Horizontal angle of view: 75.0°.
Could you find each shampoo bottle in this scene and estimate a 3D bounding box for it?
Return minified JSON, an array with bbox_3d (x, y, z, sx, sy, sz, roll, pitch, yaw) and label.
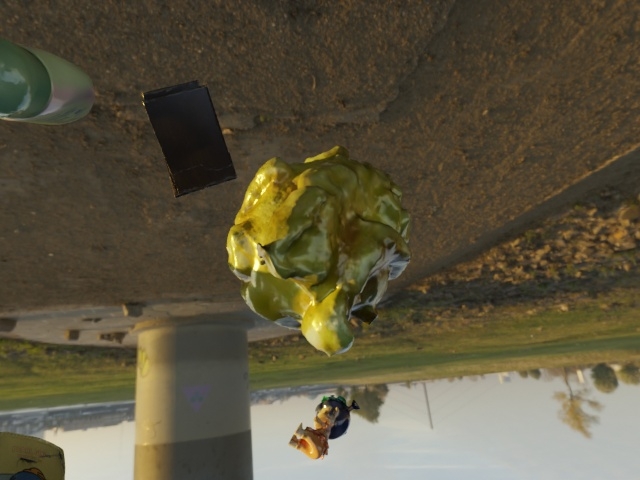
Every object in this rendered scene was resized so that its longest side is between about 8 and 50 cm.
[{"bbox_3d":[-0.627,-0.328,0.882,0.222,0.151,0.349,-9,-165,-10],"label":"shampoo bottle"}]

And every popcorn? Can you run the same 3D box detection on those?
[{"bbox_3d":[-0.007,0.003,0.650,0.336,0.274,0.279,-20,-171,-40],"label":"popcorn"}]

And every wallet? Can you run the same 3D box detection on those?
[{"bbox_3d":[-0.342,0.306,0.480,0.039,0.155,0.110,-33,140,0],"label":"wallet"}]

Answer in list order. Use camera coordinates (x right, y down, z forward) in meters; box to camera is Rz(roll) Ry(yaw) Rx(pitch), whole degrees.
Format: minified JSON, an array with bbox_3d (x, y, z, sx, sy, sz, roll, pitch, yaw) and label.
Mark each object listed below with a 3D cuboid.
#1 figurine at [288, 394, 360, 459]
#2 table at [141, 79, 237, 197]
[{"bbox_3d":[0.012,0.467,1.042,0.195,0.102,0.111,-29,151,-56],"label":"figurine"},{"bbox_3d":[-0.410,-0.321,1.281,0.197,0.250,0.281,-20,120,-13],"label":"table"}]
